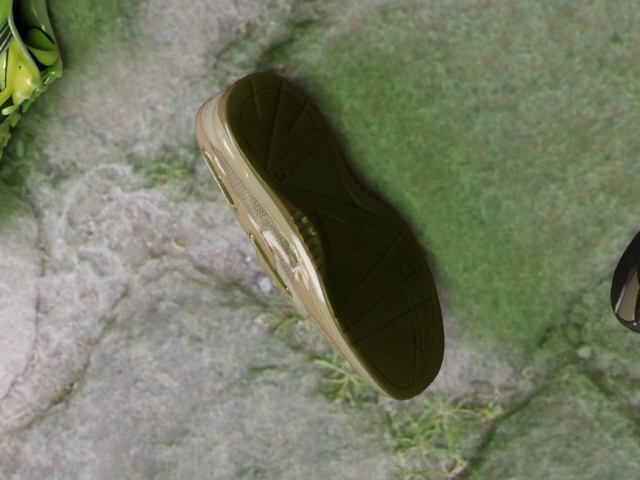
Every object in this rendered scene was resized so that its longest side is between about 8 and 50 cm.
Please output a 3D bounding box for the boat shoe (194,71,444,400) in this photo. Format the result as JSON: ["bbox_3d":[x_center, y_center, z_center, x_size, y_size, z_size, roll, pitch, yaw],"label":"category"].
[{"bbox_3d":[0.000,0.000,1.564,0.341,0.122,0.110,60,150,-6],"label":"boat shoe"}]

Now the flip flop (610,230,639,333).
[{"bbox_3d":[0.363,-0.023,1.453,0.080,0.112,0.277,24,114,-21],"label":"flip flop"}]

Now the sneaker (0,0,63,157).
[{"bbox_3d":[-0.335,-0.145,1.581,0.147,0.145,0.384,18,114,10],"label":"sneaker"}]
